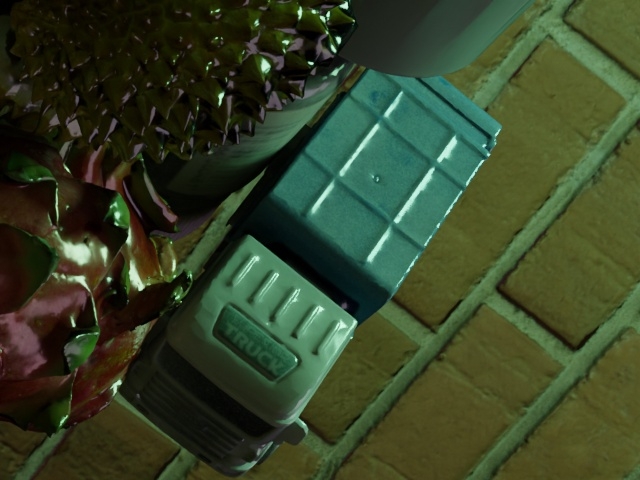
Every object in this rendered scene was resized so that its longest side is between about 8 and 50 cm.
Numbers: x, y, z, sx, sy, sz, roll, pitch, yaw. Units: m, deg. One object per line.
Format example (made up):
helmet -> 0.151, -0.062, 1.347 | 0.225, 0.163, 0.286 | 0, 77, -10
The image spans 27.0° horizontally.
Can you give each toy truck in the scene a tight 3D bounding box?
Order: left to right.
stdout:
toy truck -> 0.000, 0.000, 1.037 | 0.367, 0.146, 0.175 | -55, -176, -32

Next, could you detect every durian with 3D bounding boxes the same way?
durian -> -0.044, -0.132, 0.610 | 0.237, 0.138, 0.193 | -53, -174, -2

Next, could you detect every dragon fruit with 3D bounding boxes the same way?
dragon fruit -> -0.168, 0.009, 0.634 | 0.137, 0.135, 0.236 | -59, -155, -4
dragon fruit -> -0.166, 0.004, 0.872 | 0.269, 0.198, 0.200 | -60, 165, 6

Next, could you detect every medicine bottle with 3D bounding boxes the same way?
medicine bottle -> -0.096, -0.116, 1.004 | 0.165, 0.165, 0.273 | -57, -170, -35

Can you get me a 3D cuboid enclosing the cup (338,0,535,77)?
cup -> 0.106, -0.319, 0.837 | 0.327, 0.236, 0.323 | -46, -141, 48
